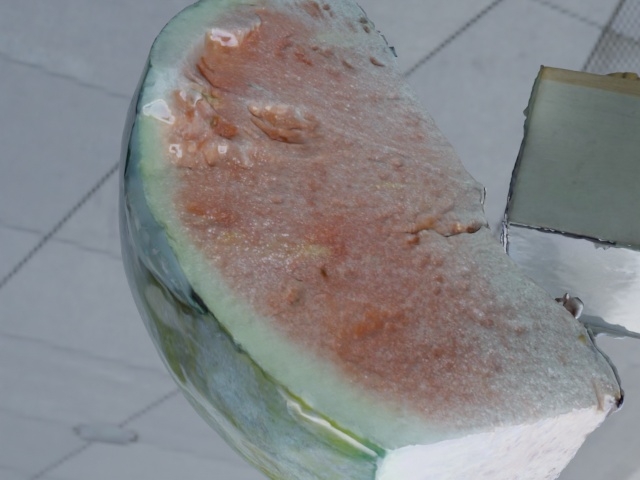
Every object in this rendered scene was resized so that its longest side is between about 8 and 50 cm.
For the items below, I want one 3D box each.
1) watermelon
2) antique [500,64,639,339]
[{"bbox_3d":[0.000,0.000,0.651,0.180,0.305,0.224,-28,148,1],"label":"watermelon"},{"bbox_3d":[0.202,-0.026,0.908,0.152,0.148,0.147,12,158,12],"label":"antique"}]
